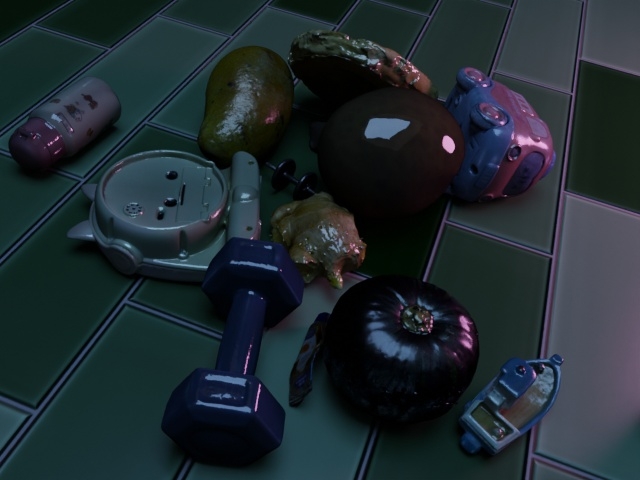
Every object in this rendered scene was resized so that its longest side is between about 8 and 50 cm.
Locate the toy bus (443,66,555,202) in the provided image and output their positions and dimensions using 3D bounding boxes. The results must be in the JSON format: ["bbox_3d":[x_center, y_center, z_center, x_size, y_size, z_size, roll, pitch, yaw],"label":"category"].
[{"bbox_3d":[0.369,-0.211,1.368,0.232,0.197,0.294,11,41,-15],"label":"toy bus"}]

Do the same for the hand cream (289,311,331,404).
[{"bbox_3d":[-0.012,0.175,0.993,0.039,0.062,0.163,41,38,-13],"label":"hand cream"}]

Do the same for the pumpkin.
[{"bbox_3d":[0.119,0.155,0.959,0.233,0.163,0.233,6,46,-6],"label":"pumpkin"}]

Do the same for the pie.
[{"bbox_3d":[0.085,-0.348,1.398,0.339,0.339,0.083,19,87,9],"label":"pie"}]

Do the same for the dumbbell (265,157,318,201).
[{"bbox_3d":[-0.051,-0.116,1.267,0.147,0.069,0.069,33,48,22],"label":"dumbbell"}]

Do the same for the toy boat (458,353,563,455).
[{"bbox_3d":[0.291,0.229,0.960,0.215,0.102,0.088,-27,58,-33],"label":"toy boat"}]

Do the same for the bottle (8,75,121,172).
[{"bbox_3d":[-0.499,-0.222,1.265,0.110,0.110,0.233,22,46,11],"label":"bottle"}]

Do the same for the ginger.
[{"bbox_3d":[0.000,0.000,1.136,0.157,0.102,0.216,-13,49,-13],"label":"ginger"}]

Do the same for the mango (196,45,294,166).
[{"bbox_3d":[-0.146,-0.277,1.341,0.177,0.175,0.329,0,46,2],"label":"mango"}]

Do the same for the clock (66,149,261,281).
[{"bbox_3d":[-0.266,-0.054,1.136,0.324,0.108,0.265,2,45,-8],"label":"clock"}]

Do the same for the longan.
[{"bbox_3d":[0.119,-0.167,1.231,0.300,0.243,0.300,6,20,-2],"label":"longan"}]

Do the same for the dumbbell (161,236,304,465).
[{"bbox_3d":[-0.115,0.149,0.934,0.144,0.160,0.325,-14,40,21],"label":"dumbbell"}]
